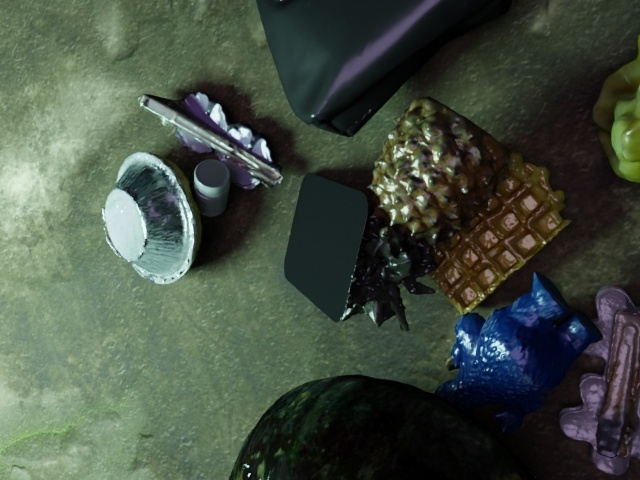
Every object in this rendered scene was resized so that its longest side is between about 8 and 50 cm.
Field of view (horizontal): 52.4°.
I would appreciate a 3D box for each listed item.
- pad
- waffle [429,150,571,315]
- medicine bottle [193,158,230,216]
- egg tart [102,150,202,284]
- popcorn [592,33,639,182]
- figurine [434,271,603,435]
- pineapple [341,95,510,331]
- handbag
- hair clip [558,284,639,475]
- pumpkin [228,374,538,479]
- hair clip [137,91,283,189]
[{"bbox_3d":[0.000,0.000,0.952,0.004,0.267,0.181,10,100,-23],"label":"pad"},{"bbox_3d":[0.214,-0.043,0.933,0.219,0.057,0.229,47,110,14],"label":"waffle"},{"bbox_3d":[-0.179,-0.085,1.071,0.058,0.058,0.091,46,152,14],"label":"medicine bottle"},{"bbox_3d":[-0.295,-0.035,1.098,0.234,0.094,0.234,13,110,40],"label":"egg tart"},{"bbox_3d":[0.481,-0.188,0.707,0.294,0.292,0.334,36,100,4],"label":"popcorn"},{"bbox_3d":[0.248,0.169,0.879,0.164,0.121,0.262,33,118,9],"label":"figurine"},{"bbox_3d":[0.107,-0.013,0.870,0.169,0.169,0.340,36,107,17],"label":"pineapple"},{"bbox_3d":[0.060,-0.344,0.938,0.342,0.152,0.288,-36,69,17],"label":"handbag"},{"bbox_3d":[0.400,0.191,0.869,0.146,0.075,0.256,10,91,39],"label":"hair clip"},{"bbox_3d":[0.087,0.388,0.854,0.454,0.344,0.454,30,138,32],"label":"pumpkin"},{"bbox_3d":[-0.177,-0.175,1.081,0.292,0.084,0.106,33,102,12],"label":"hair clip"}]
